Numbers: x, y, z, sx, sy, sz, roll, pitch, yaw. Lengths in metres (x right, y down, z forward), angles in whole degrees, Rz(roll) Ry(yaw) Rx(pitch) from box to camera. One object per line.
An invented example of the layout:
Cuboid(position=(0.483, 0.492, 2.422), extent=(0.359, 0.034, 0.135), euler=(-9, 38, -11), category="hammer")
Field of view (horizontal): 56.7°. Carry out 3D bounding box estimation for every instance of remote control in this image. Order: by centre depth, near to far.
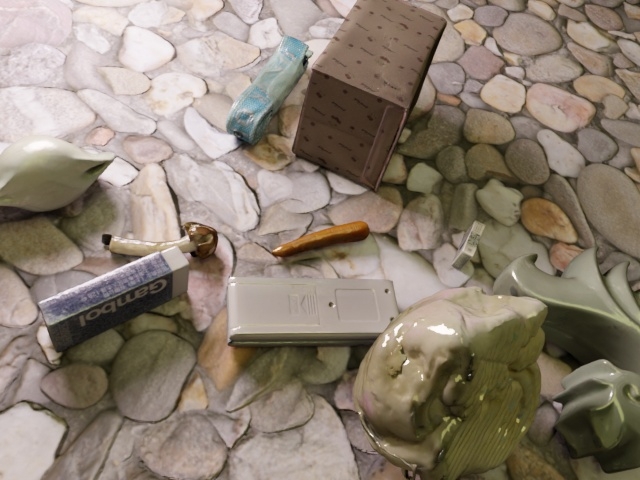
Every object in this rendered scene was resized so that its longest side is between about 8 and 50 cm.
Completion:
Cuboid(position=(-0.011, 0.116, 0.955), extent=(0.277, 0.055, 0.103), euler=(2, 57, -15), category="remote control")

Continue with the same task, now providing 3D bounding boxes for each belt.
Cuboid(position=(-0.096, -0.310, 1.193), extent=(0.072, 0.087, 0.302), euler=(23, 55, 5), category="belt")

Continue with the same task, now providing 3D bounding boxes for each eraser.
Cuboid(position=(-0.300, 0.084, 0.879), extent=(0.212, 0.092, 0.046), euler=(-26, 66, -29), category="eraser")

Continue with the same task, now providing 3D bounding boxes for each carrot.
Cuboid(position=(0.000, 0.000, 1.050), extent=(0.190, 0.037, 0.037), euler=(-14, 62, -18), category="carrot")

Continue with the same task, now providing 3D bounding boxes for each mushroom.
Cuboid(position=(-0.261, 0.001, 0.966), extent=(0.187, 0.061, 0.060), euler=(-3, 63, -12), category="mushroom")

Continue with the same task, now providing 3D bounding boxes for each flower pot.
Cuboid(position=(0.471, 0.175, 0.978), extent=(0.254, 0.164, 0.367), euler=(-12, 62, -16), category="flower pot")

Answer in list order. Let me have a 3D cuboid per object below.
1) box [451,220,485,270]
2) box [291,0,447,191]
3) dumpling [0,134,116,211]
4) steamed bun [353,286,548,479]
Cuboid(position=(0.275, 0.009, 1.100), extent=(0.024, 0.054, 0.083), euler=(30, 55, 3), category="box")
Cuboid(position=(0.096, -0.294, 1.151), extent=(0.190, 0.225, 0.297), euler=(23, 54, 3), category="box")
Cuboid(position=(-0.454, -0.113, 0.965), extent=(0.229, 0.124, 0.151), euler=(-15, 26, -29), category="dumpling")
Cuboid(position=(0.176, 0.195, 0.862), extent=(0.280, 0.268, 0.207), euler=(-13, 25, -37), category="steamed bun")
